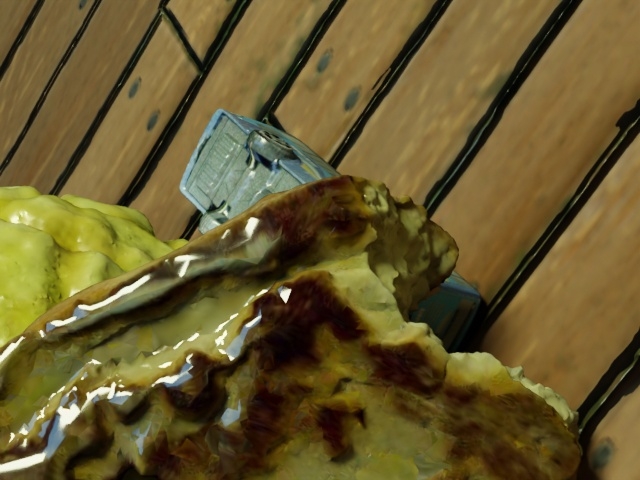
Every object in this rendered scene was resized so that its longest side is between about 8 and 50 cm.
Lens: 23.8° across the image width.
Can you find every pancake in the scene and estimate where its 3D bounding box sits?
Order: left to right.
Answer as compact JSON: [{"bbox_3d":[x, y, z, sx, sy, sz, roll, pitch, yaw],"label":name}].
[{"bbox_3d":[-0.038,0.079,0.523,0.056,0.257,0.212,-144,60,-81],"label":"pancake"}]

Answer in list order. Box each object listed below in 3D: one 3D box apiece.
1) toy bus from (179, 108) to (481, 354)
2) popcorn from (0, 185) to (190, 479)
[{"bbox_3d":[0.000,0.000,0.623,0.153,0.061,0.051,43,108,46],"label":"toy bus"},{"bbox_3d":[-0.162,0.085,0.658,0.252,0.237,0.205,-6,82,8],"label":"popcorn"}]
